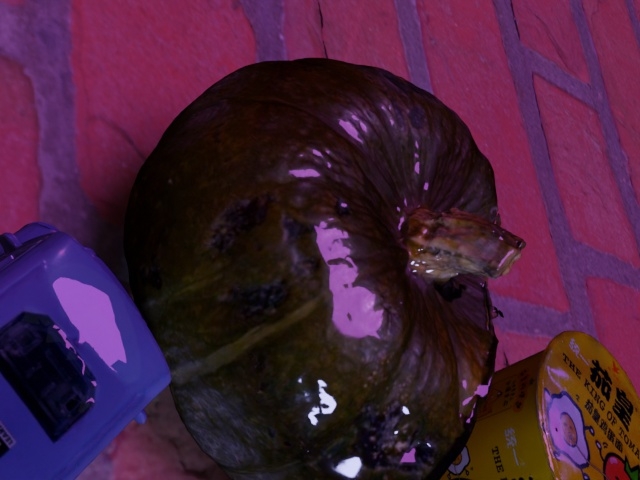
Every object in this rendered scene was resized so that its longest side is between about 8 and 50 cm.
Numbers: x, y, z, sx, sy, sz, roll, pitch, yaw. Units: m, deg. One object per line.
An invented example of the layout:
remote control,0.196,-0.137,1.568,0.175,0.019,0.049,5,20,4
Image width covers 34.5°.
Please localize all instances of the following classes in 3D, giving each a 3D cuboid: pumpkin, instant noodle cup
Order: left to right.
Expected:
pumpkin,0.000,0.000,0.673,0.232,0.242,0.325,43,40,-35
instant noodle cup,0.174,0.181,0.861,0.182,0.144,0.182,27,51,-40

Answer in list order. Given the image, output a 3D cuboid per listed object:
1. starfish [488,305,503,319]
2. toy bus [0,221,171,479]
starfish,0.067,0.035,0.896,0.227,0.043,0.241,-4,68,-48
toy bus,-0.173,0.087,0.495,0.125,0.133,0.292,56,37,-10
